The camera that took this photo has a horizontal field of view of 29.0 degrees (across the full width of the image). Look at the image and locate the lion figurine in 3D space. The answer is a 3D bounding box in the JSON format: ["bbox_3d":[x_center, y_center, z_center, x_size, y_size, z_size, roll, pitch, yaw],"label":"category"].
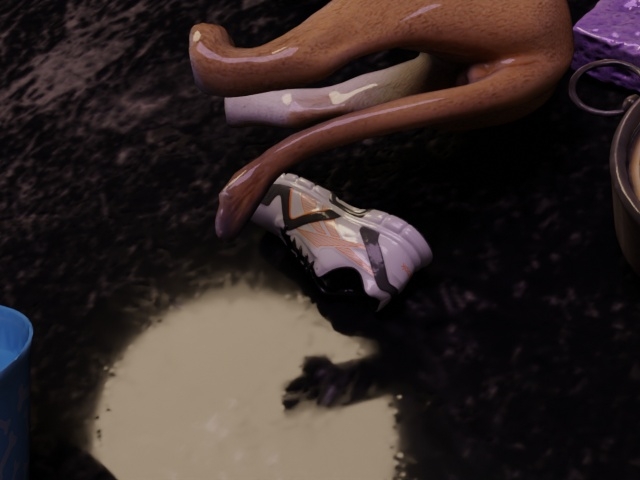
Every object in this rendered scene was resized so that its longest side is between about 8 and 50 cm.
[{"bbox_3d":[0.070,-0.151,0.669,0.240,0.142,0.392,1,52,5],"label":"lion figurine"}]

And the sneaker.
[{"bbox_3d":[0.000,0.000,0.607,0.109,0.040,0.043,21,65,36],"label":"sneaker"}]

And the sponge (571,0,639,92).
[{"bbox_3d":[0.245,-0.145,0.684,0.117,0.031,0.210,28,58,34],"label":"sponge"}]

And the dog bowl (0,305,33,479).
[{"bbox_3d":[-0.258,0.101,0.499,0.297,0.074,0.166,-13,16,-14],"label":"dog bowl"}]

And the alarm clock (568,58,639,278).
[{"bbox_3d":[0.186,-0.032,0.564,0.129,0.064,0.192,-34,52,-13],"label":"alarm clock"}]
